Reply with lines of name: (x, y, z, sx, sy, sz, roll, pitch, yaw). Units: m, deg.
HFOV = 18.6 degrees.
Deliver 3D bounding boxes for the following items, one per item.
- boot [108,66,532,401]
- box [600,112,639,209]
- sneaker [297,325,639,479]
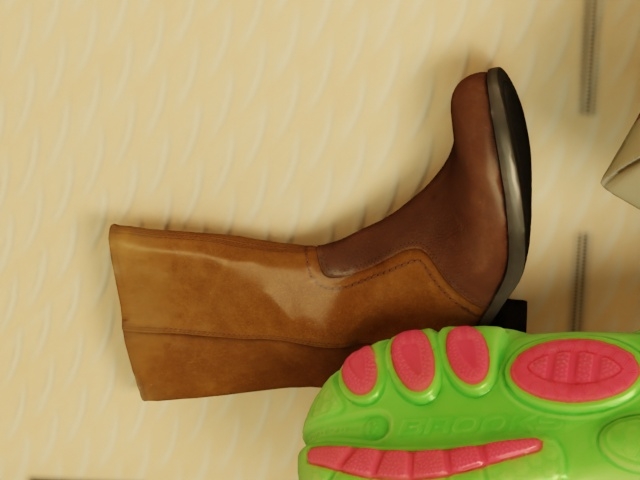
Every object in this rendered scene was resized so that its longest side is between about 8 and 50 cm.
boot: (0.000, 0.000, 1.313, 0.280, 0.096, 0.264, 4, 129, 7)
box: (0.292, -0.102, 1.147, 0.148, 0.127, 0.232, 30, 80, -1)
sneaker: (0.231, 0.153, 1.234, 0.483, 0.185, 0.202, 5, 151, 24)
